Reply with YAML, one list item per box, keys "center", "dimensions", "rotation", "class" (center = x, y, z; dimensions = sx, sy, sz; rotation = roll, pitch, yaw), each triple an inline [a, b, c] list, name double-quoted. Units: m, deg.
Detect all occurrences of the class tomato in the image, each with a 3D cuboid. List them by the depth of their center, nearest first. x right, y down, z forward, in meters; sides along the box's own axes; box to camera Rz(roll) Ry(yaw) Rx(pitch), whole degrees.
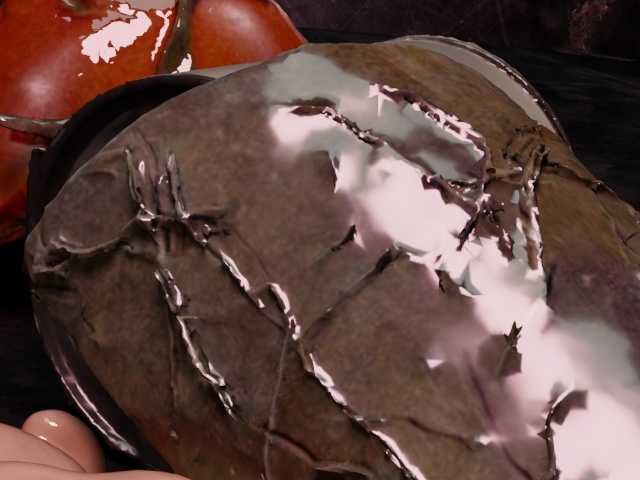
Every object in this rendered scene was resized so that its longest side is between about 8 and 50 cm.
- center: [-0.164, -0.112, 1.025]
  dimensions: [0.309, 0.170, 0.309]
  rotation: [-24, 4, 2]
  class: "tomato"

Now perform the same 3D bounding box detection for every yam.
- center: [0.058, 0.070, 0.521]
  dimensions: [0.271, 0.201, 0.202]
  rotation: [56, 7, 32]
  class: "yam"

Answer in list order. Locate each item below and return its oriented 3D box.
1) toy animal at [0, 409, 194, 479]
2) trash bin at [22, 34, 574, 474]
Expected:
- center: [-0.112, 0.131, 0.455]
  dimensions: [0.171, 0.171, 0.198]
  rotation: [-2, 13, -27]
  class: "toy animal"
- center: [0.000, 0.000, 0.830]
  dimensions: [0.277, 0.217, 0.262]
  rotation: [21, 22, 26]
  class: "trash bin"
